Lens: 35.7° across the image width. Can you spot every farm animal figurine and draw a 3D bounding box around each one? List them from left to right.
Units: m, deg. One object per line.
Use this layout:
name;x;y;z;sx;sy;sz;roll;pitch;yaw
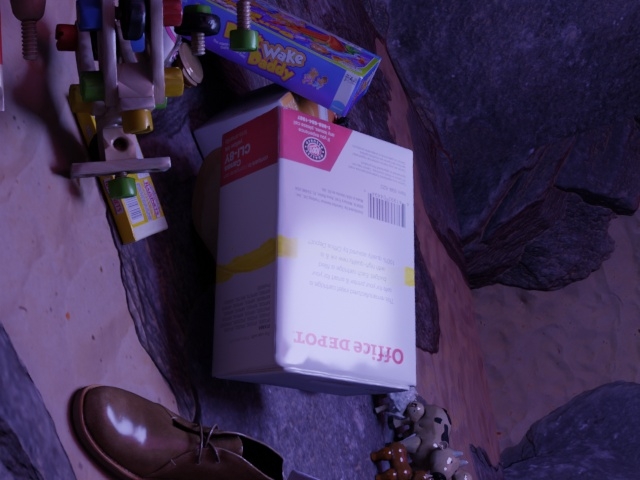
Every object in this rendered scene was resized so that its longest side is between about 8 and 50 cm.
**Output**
farm animal figurine;0.246;0.489;2.179;0.326;0.172;0.330;-90;156;-46

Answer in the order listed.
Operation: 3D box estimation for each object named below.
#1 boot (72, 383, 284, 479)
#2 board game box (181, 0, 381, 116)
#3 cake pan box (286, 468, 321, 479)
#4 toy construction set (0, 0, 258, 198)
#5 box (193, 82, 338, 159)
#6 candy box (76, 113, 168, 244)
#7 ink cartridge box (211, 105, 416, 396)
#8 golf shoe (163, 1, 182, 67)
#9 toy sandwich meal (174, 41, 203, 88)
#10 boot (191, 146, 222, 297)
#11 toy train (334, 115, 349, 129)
boot;-0.160;0.240;1.188;0.305;0.115;0.112;39;37;-40
board game box;-0.076;-0.352;1.781;0.347;0.078;0.233;26;21;2
cake pan box;-0.025;0.467;1.311;0.267;0.070;0.246;-60;141;-20
toy construction set;-0.267;-0.167;1.173;0.309;0.257;0.237;-4;94;-47
box;-0.072;-0.167;1.827;0.345;0.168;0.215;-62;132;-68
candy box;-0.273;-0.102;1.360;0.105;0.027;0.206;-35;107;-73
ink cartridge box;-0.006;0.030;1.498;0.279;0.160;0.384;15;68;-39
golf shoe;-0.269;-0.349;1.587;0.086;0.067;0.186;18;53;-35
toy sandwich meal;-0.230;-0.300;1.704;0.085;0.029;0.085;58;18;-31
boot;-0.123;0.013;1.632;0.211;0.104;0.295;46;36;-67
toy train;0.036;-0.193;1.863;0.158;0.027;0.036;-74;154;-63
